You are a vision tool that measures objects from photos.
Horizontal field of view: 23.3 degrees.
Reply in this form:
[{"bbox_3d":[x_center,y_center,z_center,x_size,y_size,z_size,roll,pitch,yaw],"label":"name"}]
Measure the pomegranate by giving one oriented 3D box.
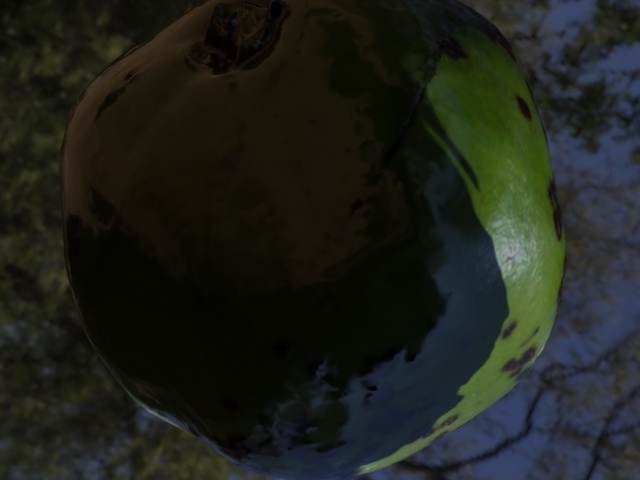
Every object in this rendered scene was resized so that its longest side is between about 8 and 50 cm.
[{"bbox_3d":[0.000,0.000,0.744,0.254,0.254,0.270,-92,170,-53],"label":"pomegranate"}]
